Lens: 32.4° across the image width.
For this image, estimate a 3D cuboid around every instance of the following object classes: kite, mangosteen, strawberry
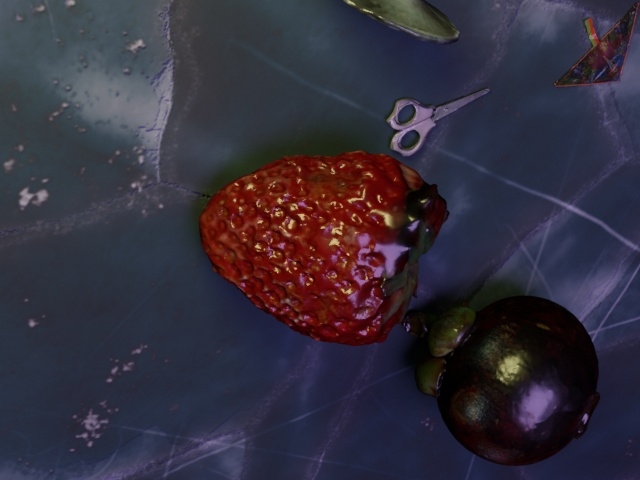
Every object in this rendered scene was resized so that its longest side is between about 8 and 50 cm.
[{"bbox_3d":[0.465,-0.309,1.814,0.190,0.010,0.159,-46,131,5],"label":"kite"},{"bbox_3d":[0.318,0.229,1.958,0.306,0.359,0.306,-51,159,-28],"label":"mangosteen"},{"bbox_3d":[0.013,-0.001,1.629,0.292,0.310,0.292,-43,146,-38],"label":"strawberry"}]

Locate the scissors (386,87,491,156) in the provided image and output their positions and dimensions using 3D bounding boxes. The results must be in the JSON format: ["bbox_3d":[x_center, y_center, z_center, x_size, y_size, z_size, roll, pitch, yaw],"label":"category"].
[{"bbox_3d":[0.188,-0.201,1.726,0.189,0.015,0.100,-25,128,-15],"label":"scissors"}]

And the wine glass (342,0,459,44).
[{"bbox_3d":[0.175,-0.469,1.383,0.267,0.267,0.406,8,120,-34],"label":"wine glass"}]
